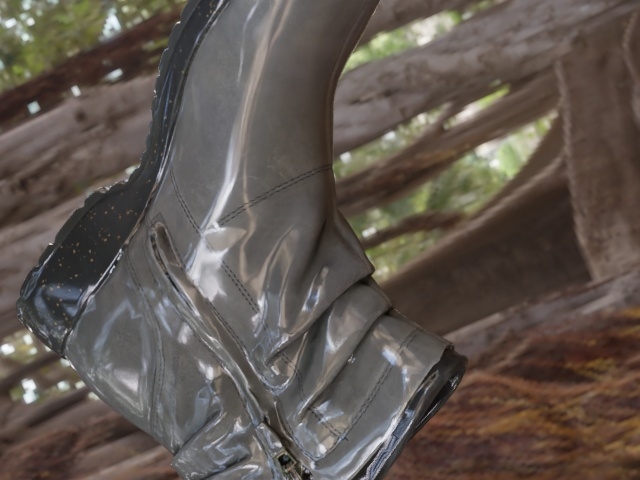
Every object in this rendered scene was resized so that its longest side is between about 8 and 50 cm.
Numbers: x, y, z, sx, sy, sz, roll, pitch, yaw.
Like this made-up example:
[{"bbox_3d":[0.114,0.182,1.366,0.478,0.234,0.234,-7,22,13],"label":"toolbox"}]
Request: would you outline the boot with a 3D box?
[{"bbox_3d":[0.000,0.000,0.465,0.161,0.246,0.083,43,-157,18],"label":"boot"}]
